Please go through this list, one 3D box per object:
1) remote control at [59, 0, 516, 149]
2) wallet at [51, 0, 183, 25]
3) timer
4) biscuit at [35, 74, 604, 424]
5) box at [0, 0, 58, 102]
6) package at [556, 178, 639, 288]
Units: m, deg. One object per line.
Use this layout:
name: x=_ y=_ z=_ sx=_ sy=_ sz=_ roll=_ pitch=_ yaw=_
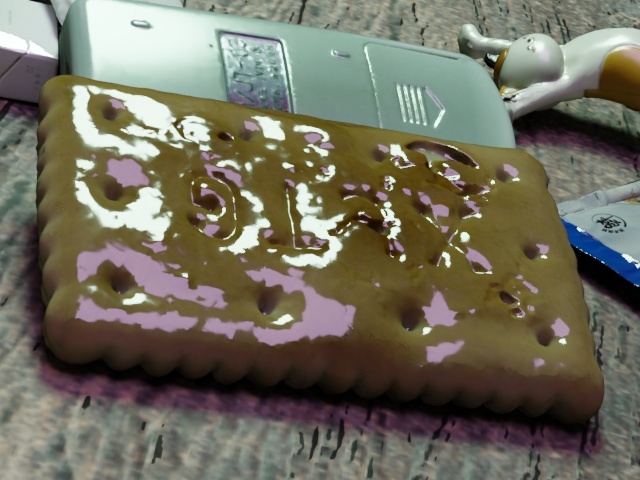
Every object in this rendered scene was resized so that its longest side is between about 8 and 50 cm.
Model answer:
remote control: x=-0.017 y=-0.081 z=1.225 sx=0.296 sy=0.056 sz=0.140 roll=7 pitch=51 yaw=-20
wallet: x=-0.139 y=-0.166 z=1.327 sx=0.124 sy=0.032 sz=0.183 roll=27 pitch=22 yaw=-29
timer: x=0.245 y=-0.128 z=1.432 sx=0.266 sy=0.175 sz=0.175 roll=-6 pitch=32 yaw=-5
biscuit: x=0.000 y=0.000 z=1.089 sx=0.325 sy=0.044 sz=0.217 roll=9 pitch=42 yaw=-17
box: x=-0.246 y=-0.135 z=1.233 sx=0.154 sy=0.040 sz=0.084 roll=11 pitch=26 yaw=-15
package: x=0.248 y=0.010 z=1.275 sx=0.171 sy=0.027 sz=0.173 roll=35 pitch=28 yaw=29
